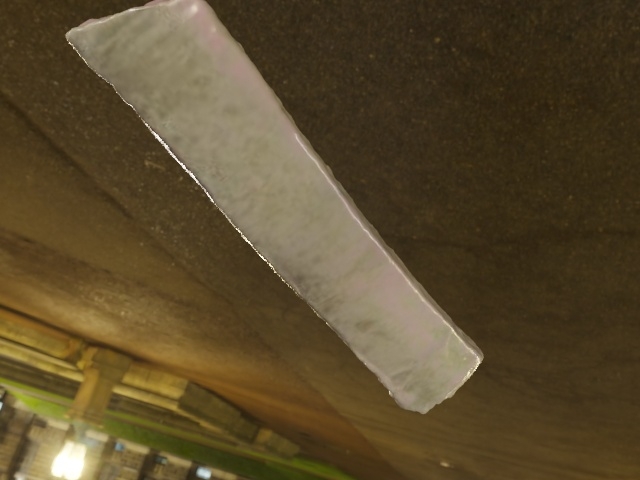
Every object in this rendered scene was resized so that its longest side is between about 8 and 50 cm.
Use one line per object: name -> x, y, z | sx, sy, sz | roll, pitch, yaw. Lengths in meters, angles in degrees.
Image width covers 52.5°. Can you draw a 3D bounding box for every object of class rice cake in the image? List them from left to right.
rice cake -> 0.000, 0.000, 0.397 | 0.365, 0.073, 0.056 | 48, -173, -35
